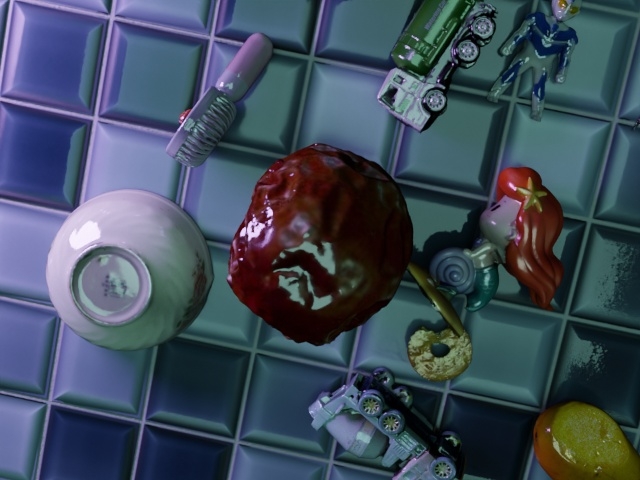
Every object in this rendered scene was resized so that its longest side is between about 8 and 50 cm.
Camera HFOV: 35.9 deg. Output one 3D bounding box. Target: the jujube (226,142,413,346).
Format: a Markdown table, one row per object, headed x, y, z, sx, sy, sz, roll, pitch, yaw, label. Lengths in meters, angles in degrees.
| x | y | z | sx | sy | sz | roll | pitch | yaw | label |
| --- | --- | --- | --- | --- | --- | --- | --- | --- | --- |
| 0.001 | -0.001 | 1.461 | 0.276 | 0.377 | 0.276 | -1 | 106 | -2 | jujube |

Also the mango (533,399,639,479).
| x | y | z | sx | sy | sz | roll | pitch | yaw | label |
| --- | --- | --- | --- | --- | --- | --- | --- | --- | --- |
| 0.446 | 0.355 | 1.636 | 0.217 | 0.102 | 0.141 | 34 | 76 | -5 | mango |

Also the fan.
| x | y | z | sx | sy | sz | roll | pitch | yaw | label |
| --- | --- | --- | --- | --- | --- | --- | --- | --- | --- |
| -0.157 | -0.226 | 1.570 | 0.074 | 0.130 | 0.244 | 35 | 86 | -7 | fan |

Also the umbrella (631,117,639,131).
| x | y | z | sx | sy | sz | roll | pitch | yaw | label |
| --- | --- | --- | --- | --- | --- | --- | --- | --- | --- |
| 0.536 | -0.225 | 1.580 | 0.022 | 0.013 | 0.122 | 38 | 98 | -25 | umbrella |

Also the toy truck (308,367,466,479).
| x | y | z | sx | sy | sz | roll | pitch | yaw | label |
| --- | --- | --- | --- | --- | --- | --- | --- | --- | --- |
| 0.111 | 0.327 | 1.648 | 0.256 | 0.108 | 0.140 | 43 | 112 | -2 | toy truck |

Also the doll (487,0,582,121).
| x | y | z | sx | sy | sz | roll | pitch | yaw | label |
| --- | --- | --- | --- | --- | --- | --- | --- | --- | --- |
| 0.350 | -0.309 | 1.555 | 0.114 | 0.057 | 0.227 | 25 | 101 | 3 | doll |

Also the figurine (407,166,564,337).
| x | y | z | sx | sy | sz | roll | pitch | yaw | label |
| --- | --- | --- | --- | --- | --- | --- | --- | --- | --- |
| 0.282 | 0.028 | 1.564 | 0.257 | 0.181 | 0.208 | -37 | 56 | 6 | figurine |

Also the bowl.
| x | y | z | sx | sy | sz | roll | pitch | yaw | label |
| --- | --- | --- | --- | --- | --- | --- | --- | --- | --- |
| -0.323 | 0.058 | 1.608 | 0.277 | 0.145 | 0.277 | 1 | 98 | 5 | bowl |

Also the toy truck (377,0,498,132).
| x | y | z | sx | sy | sz | roll | pitch | yaw | label |
| --- | --- | --- | --- | --- | --- | --- | --- | --- | --- |
| 0.181 | -0.294 | 1.545 | 0.125 | 0.101 | 0.242 | 32 | 97 | 2 | toy truck |

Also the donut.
| x | y | z | sx | sy | sz | roll | pitch | yaw | label |
| --- | --- | --- | --- | --- | --- | --- | --- | --- | --- |
| 0.197 | 0.184 | 1.648 | 0.108 | 0.043 | 0.097 | 0 | 99 | 2 | donut |
